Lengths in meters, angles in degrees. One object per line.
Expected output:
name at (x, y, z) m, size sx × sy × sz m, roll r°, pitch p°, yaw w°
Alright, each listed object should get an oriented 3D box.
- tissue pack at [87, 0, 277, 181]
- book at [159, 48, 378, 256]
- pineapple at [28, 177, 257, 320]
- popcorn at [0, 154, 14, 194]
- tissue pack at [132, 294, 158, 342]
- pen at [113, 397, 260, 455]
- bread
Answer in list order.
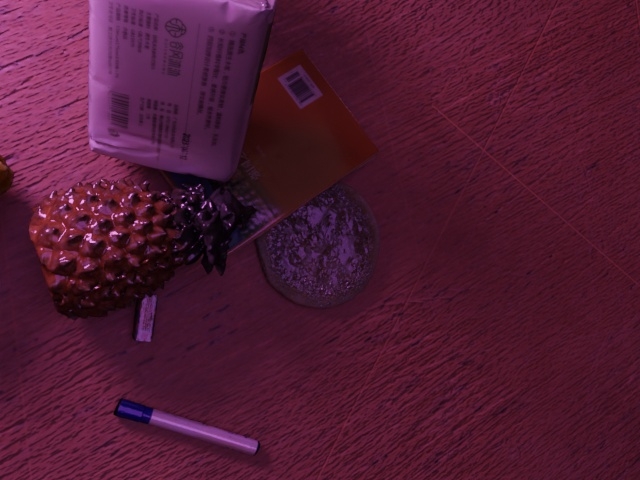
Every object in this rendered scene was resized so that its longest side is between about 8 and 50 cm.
tissue pack at (-0.226, -0.287, 1.045) m, size 0.265 × 0.357 × 0.194 m, roll 12°, pitch 48°, yaw -10°
book at (-0.105, -0.173, 1.251) m, size 0.373 × 0.028 × 0.263 m, roll -35°, pitch 88°, yaw -18°
pineapple at (-0.270, -0.008, 1.089) m, size 0.357 × 0.223 × 0.223 m, roll -13°, pitch 90°, yaw -12°
popcorn at (-0.610, -0.079, 0.979) m, size 0.276 × 0.225 × 0.277 m, roll -18°, pitch 116°, yaw -43°
tissue pack at (-0.308, 0.135, 1.158) m, size 0.035 × 0.063 × 0.083 m, roll 9°, pitch 82°, yaw -21°
pen at (-0.235, 0.337, 1.185) m, size 0.268 × 0.033 × 0.033 m, roll 23°, pitch 79°, yaw -16°
bread at (0.000, 0.000, 1.290) m, size 0.266 × 0.040 × 0.267 m, roll 2°, pitch 85°, yaw -19°
